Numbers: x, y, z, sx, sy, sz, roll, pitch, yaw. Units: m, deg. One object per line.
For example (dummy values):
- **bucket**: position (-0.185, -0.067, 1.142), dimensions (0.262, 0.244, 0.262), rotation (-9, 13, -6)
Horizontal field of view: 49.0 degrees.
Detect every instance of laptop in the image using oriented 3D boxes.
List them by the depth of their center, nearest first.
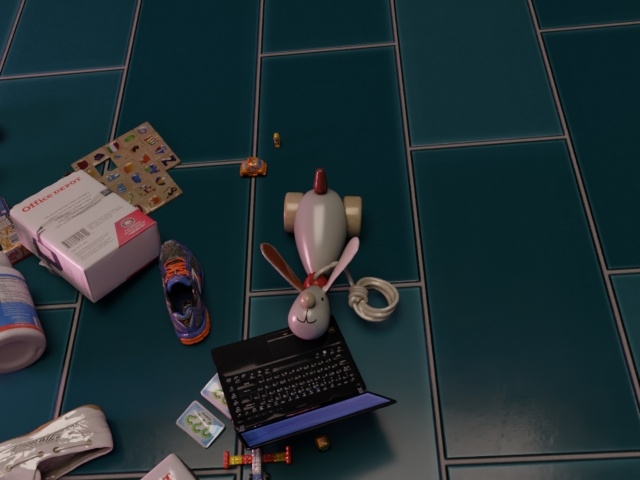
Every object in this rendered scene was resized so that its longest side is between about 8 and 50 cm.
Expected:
- **laptop**: position (-0.040, 0.218, 1.141), dimensions (0.235, 0.136, 0.264), rotation (-14, 50, -14)

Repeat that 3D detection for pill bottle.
- **pill bottle**: position (-0.602, 0.126, 1.309), dimensions (0.124, 0.124, 0.221), rotation (-28, 57, -11)

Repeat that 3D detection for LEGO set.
- **LEGO set**: position (-0.105, 0.303, 1.174), dimensions (0.244, 0.060, 0.182), rotation (34, 70, 24)

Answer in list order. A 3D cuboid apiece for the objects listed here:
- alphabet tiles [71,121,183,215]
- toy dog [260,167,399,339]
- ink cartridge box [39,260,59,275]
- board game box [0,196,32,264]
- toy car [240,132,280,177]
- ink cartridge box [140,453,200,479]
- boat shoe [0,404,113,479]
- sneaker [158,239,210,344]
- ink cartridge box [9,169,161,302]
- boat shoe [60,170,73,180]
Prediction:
- **alphabet tiles**: position (-0.409, -0.145, 1.536), dimensions (0.198, 0.009, 0.237), rotation (-34, 59, -15)
- **toy dog**: position (0.000, 0.000, 1.277), dimensions (0.220, 0.160, 0.333), rotation (-14, 47, -7)
- **ink cartridge box**: position (-0.514, 0.046, 1.408), dimensions (0.083, 0.028, 0.048), rotation (15, 59, 15)
- **board game box**: position (-0.710, 0.014, 1.443), dimensions (0.194, 0.045, 0.146), rotation (-31, 58, -14)
- **toy car**: position (-0.133, -0.190, 1.511), dimensions (0.060, 0.040, 0.122), rotation (13, 60, 15)
- **ink cartridge box**: position (-0.204, 0.488, 1.024), dimensions (0.201, 0.117, 0.278), rotation (-39, 60, -18)
- **boat shoe**: position (-0.473, 0.375, 1.144), dimensions (0.277, 0.098, 0.096), rotation (-29, 57, -13)
- **sneaker**: position (-0.259, 0.082, 1.319), dimensions (0.083, 0.087, 0.221), rotation (-20, 57, -7)
- **ink cartridge box**: position (-0.456, -0.015, 1.370), dimensions (0.237, 0.100, 0.172), rotation (32, 52, 26)
- **boat shoe**: position (-0.548, -0.093, 1.499), dimensions (0.046, 0.038, 0.125), rotation (7, 58, 11)
